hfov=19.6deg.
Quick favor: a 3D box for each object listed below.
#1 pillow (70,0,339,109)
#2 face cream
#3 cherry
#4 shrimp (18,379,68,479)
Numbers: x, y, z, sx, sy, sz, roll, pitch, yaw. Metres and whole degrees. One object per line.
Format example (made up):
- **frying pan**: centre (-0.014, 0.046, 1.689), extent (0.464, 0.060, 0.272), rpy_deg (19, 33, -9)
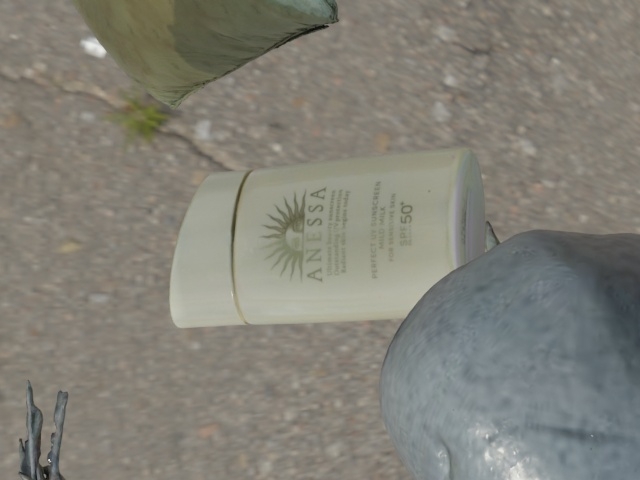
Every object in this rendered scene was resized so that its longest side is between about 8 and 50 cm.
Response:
- **pillow**: centre (-0.102, -0.193, 1.270), extent (0.075, 0.302, 0.185), rpy_deg (-39, 100, -26)
- **face cream**: centre (0.000, 0.000, 1.920), extent (0.349, 0.081, 0.173), rpy_deg (-4, 76, 29)
- **cherry**: centre (0.175, 0.109, 1.271), extent (0.296, 0.255, 0.218), rpy_deg (62, 147, 38)
- **shrimp**: centre (-0.065, 0.114, 0.468), extent (0.056, 0.065, 0.165), rpy_deg (-31, 69, 29)
